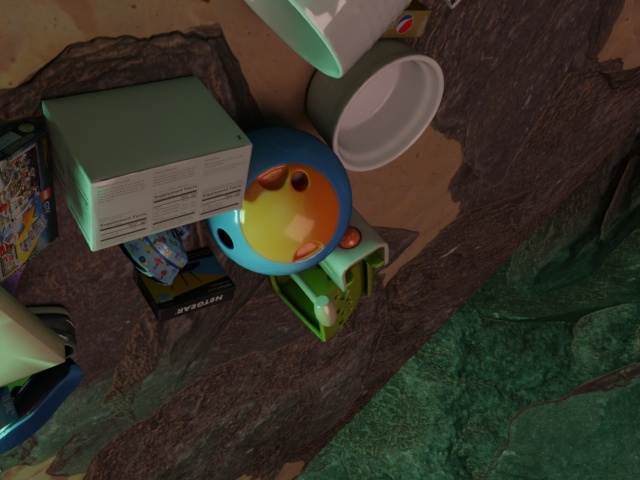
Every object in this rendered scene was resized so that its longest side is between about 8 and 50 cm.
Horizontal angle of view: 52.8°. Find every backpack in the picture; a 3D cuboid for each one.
[{"bbox_3d":[-0.311,-0.007,1.201,0.117,0.173,0.158,-39,149,-2],"label":"backpack"}]

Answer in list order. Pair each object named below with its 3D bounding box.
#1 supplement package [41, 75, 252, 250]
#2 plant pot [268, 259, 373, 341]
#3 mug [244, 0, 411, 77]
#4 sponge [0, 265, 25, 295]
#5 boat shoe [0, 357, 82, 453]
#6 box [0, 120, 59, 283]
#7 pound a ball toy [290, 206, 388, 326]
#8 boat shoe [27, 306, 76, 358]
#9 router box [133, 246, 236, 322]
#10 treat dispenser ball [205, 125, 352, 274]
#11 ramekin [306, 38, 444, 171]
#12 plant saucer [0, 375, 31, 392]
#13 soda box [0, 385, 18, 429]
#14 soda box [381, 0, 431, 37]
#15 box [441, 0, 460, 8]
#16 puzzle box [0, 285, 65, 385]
[{"bbox_3d":[-0.278,-0.134,1.038,0.262,0.204,0.145,-19,145,-32],"label":"supplement package"},{"bbox_3d":[0.007,0.078,1.626,0.207,0.228,0.227,-38,151,-18],"label":"plant pot"},{"bbox_3d":[0.012,-0.475,0.889,0.328,0.276,0.374,-47,119,1],"label":"mug"},{"bbox_3d":[-0.617,0.061,1.093,0.210,0.031,0.117,3,130,-49],"label":"sponge"},{"bbox_3d":[-0.605,0.337,1.349,0.258,0.089,0.109,-43,159,-4],"label":"boat shoe"},{"bbox_3d":[-0.488,-0.050,1.005,0.159,0.044,0.233,-55,167,-45],"label":"box"},{"bbox_3d":[0.000,0.000,1.409,0.208,0.319,0.136,-32,149,-13],"label":"pound a ball toy"},{"bbox_3d":[-0.615,0.196,1.206,0.319,0.099,0.116,-3,137,-44],"label":"boat shoe"},{"bbox_3d":[-0.293,0.092,1.392,0.179,0.133,0.046,-17,144,-35],"label":"router box"},{"bbox_3d":[-0.082,-0.076,1.249,0.288,0.288,0.288,-28,148,-20],"label":"treat dispenser ball"},{"bbox_3d":[0.105,-0.290,1.325,0.277,0.135,0.277,-27,147,-20],"label":"ramekin"},{"bbox_3d":[-0.670,0.300,1.347,0.241,0.037,0.241,-28,148,-19],"label":"plant saucer"},{"bbox_3d":[-0.621,0.320,1.182,0.067,0.071,0.210,-18,177,-15],"label":"soda box"},{"bbox_3d":[0.124,-0.428,1.234,0.181,0.061,0.058,-14,141,-36],"label":"soda box"},{"bbox_3d":[0.234,-0.550,1.139,0.181,0.119,0.182,-46,149,10],"label":"box"},{"bbox_3d":[-0.673,0.189,1.045,0.409,0.052,0.272,-20,143,0],"label":"puzzle box"}]
